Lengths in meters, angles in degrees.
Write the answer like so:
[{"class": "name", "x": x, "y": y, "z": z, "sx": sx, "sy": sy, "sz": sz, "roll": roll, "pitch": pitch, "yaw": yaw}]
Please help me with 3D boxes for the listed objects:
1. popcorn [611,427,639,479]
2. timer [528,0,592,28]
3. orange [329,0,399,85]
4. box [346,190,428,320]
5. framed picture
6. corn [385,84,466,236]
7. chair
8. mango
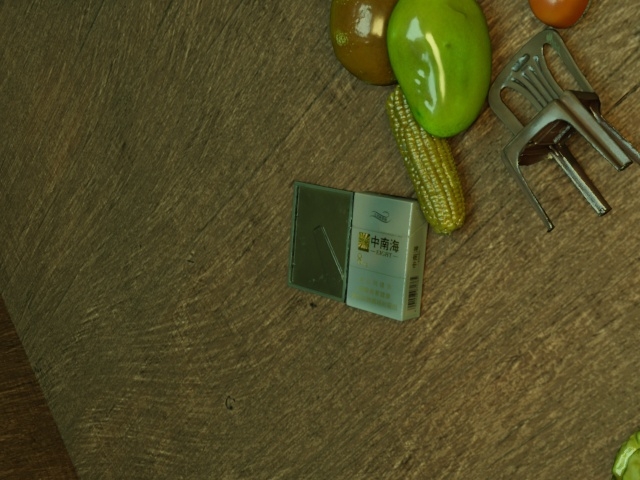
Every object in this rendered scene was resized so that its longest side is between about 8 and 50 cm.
[{"class": "popcorn", "x": 0.554, "y": 0.377, "z": 1.204, "sx": 0.204, "sy": 0.184, "sz": 0.221, "roll": -40, "pitch": 66, "yaw": 32}, {"class": "timer", "x": 0.385, "y": -0.417, "z": 1.312, "sx": 0.099, "sy": 0.136, "sz": 0.136, "roll": -4, "pitch": 92, "yaw": 49}, {"class": "orange", "x": 0.102, "y": -0.421, "z": 1.552, "sx": 0.179, "sy": 0.158, "sz": 0.237, "roll": 12, "pitch": 102, "yaw": 40}, {"class": "box", "x": 0.136, "y": 0.028, "z": 1.634, "sx": 0.155, "sy": 0.067, "sz": 0.243, "roll": 11, "pitch": 103, "yaw": 41}, {"class": "framed picture", "x": 0.000, "y": 0.000, "z": 1.796, "sx": 0.184, "sy": 0.016, "sz": 0.250, "roll": 13, "pitch": 104, "yaw": 42}, {"class": "corn", "x": 0.206, "y": -0.158, "z": 1.525, "sx": 0.102, "sy": 0.102, "sz": 0.313, "roll": -29, "pitch": 77, "yaw": 42}, {"class": "chair", "x": 0.372, "y": -0.196, "z": 1.306, "sx": 0.175, "sy": 0.183, "sz": 0.326, "roll": -49, "pitch": 63, "yaw": 34}, {"class": "mango", "x": 0.221, "y": -0.328, "z": 1.439, "sx": 0.149, "sy": 0.185, "sz": 0.273, "roll": 2, "pitch": 114, "yaw": 65}]
